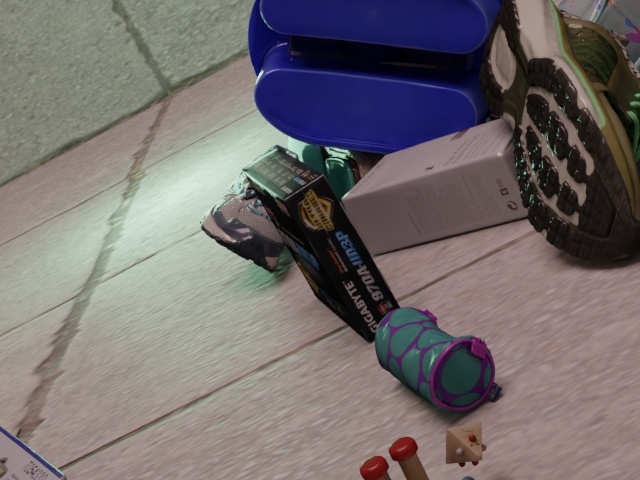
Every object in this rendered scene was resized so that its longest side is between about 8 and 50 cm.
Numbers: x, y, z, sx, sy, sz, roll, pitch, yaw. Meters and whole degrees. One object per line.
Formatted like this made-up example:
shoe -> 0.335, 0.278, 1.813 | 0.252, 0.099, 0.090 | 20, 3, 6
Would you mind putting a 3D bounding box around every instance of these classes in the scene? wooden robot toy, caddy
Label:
wooden robot toy -> 0.064, 0.196, 1.037 | 0.173, 0.076, 0.079 | -33, 27, -11
caddy -> 0.071, -0.236, 1.796 | 0.341, 0.241, 0.179 | 8, 17, 7

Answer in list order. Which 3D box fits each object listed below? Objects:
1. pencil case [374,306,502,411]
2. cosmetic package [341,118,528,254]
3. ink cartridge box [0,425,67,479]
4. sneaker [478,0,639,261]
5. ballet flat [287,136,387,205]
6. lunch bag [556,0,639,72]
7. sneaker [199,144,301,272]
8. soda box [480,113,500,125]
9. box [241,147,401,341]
pencil case -> 0.098, 0.101, 1.263 | 0.070, 0.064, 0.151 | -48, 19, -5
cosmetic package -> 0.149, -0.065, 1.640 | 0.231, 0.085, 0.117 | -14, 22, 40
ink cartridge box -> -0.422, 0.325, 1.478 | 0.330, 0.071, 0.324 | -32, 15, -19
sneaker -> 0.287, -0.129, 1.453 | 0.182, 0.158, 0.410 | 3, 38, -10
ballet flat -> 0.046, -0.095, 1.918 | 0.106, 0.108, 0.316 | -13, 18, -14
lunch bag -> 0.359, -0.275, 1.759 | 0.279, 0.108, 0.224 | -52, 8, -25
sneaker -> -0.077, -0.056, 1.878 | 0.122, 0.110, 0.283 | -56, 11, 15
soda box -> 0.167, -0.159, 1.929 | 0.169, 0.060, 0.053 | -12, 24, 47
box -> 0.000, 0.000, 1.535 | 0.051, 0.175, 0.220 | -32, 17, -7
